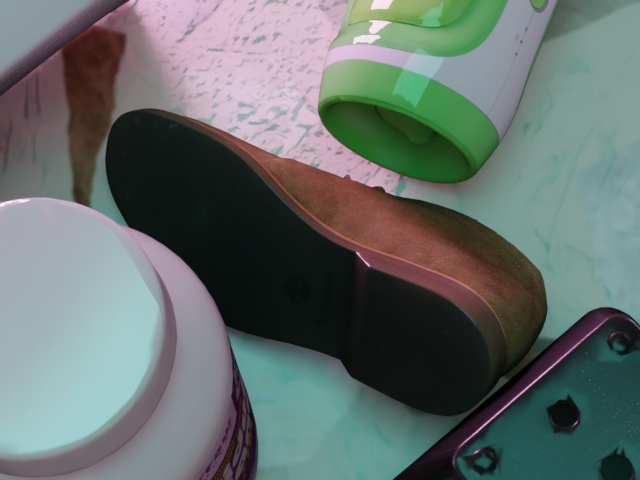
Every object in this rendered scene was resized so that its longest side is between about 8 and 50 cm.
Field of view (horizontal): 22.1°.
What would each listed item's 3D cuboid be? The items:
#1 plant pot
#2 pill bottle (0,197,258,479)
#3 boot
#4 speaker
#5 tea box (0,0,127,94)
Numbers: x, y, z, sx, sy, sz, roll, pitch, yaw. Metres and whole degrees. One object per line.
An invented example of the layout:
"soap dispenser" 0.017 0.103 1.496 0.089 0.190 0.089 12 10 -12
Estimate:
"plant pot" 0.156 0.146 0.915 0.187 0.167 0.188 -39 75 -10
"pill bottle" -0.125 0.087 0.874 0.169 0.301 0.169 -1 71 2
"boot" 0.000 0.000 1.023 0.305 0.112 0.115 30 35 22
"speaker" 0.102 -0.190 1.055 0.131 0.131 0.296 21 73 9
"tea box" -0.322 -0.189 0.970 0.329 0.220 0.323 -39 99 -11
